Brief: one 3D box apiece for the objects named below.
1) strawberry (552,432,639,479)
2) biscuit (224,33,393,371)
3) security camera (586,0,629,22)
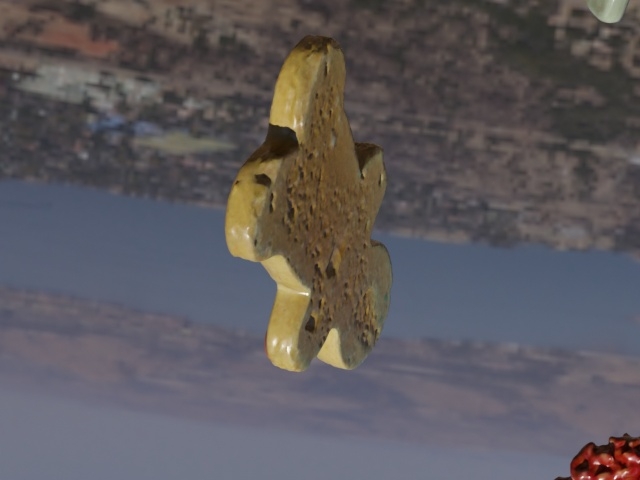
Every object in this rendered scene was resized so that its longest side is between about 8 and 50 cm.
[{"bbox_3d":[0.228,0.237,1.092,0.167,0.087,0.208,26,126,-27],"label":"strawberry"},{"bbox_3d":[0.000,0.000,0.835,0.030,0.153,0.234,14,156,23],"label":"biscuit"},{"bbox_3d":[0.280,-0.252,1.342,0.058,0.058,0.092,8,128,-8],"label":"security camera"}]
